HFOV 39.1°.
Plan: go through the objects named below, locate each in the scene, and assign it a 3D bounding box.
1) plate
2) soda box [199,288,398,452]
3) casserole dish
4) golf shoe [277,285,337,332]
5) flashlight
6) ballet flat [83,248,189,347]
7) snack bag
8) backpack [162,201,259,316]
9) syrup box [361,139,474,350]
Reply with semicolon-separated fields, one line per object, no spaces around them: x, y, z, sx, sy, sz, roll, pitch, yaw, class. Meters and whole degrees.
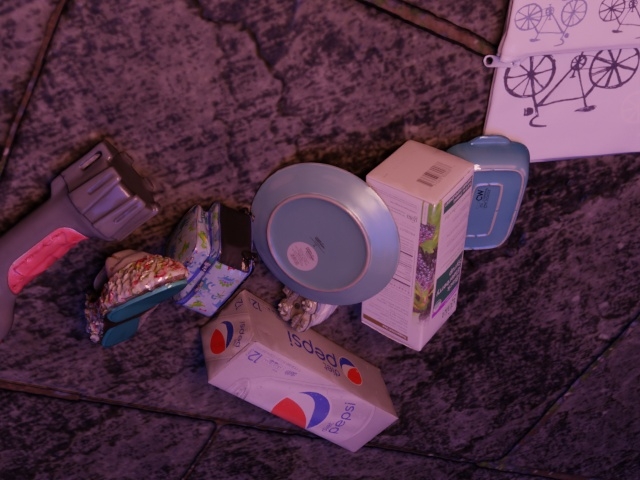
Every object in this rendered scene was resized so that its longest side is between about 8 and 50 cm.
0.000;0.000;1.042;0.188;0.024;0.188;11;123;17;plate
-0.025;0.182;1.212;0.091;0.098;0.286;-41;130;19;soda box
0.195;-0.048;1.103;0.114;0.037;0.188;-2;137;-6;casserole dish
0.017;0.037;1.137;0.086;0.069;0.176;-3;135;-51;golf shoe
-0.311;0.025;0.989;0.304;0.103;0.103;-34;155;12;flashlight
-0.218;0.055;0.999;0.091;0.077;0.241;-18;169;-35;ballet flat
0.343;-0.222;1.016;0.322;0.037;0.343;-6;131;-13;snack bag
-0.134;0.022;1.037;0.084;0.105;0.114;22;124;-25;backpack
0.113;0.010;1.083;0.093;0.096;0.237;-41;144;-37;syrup box
